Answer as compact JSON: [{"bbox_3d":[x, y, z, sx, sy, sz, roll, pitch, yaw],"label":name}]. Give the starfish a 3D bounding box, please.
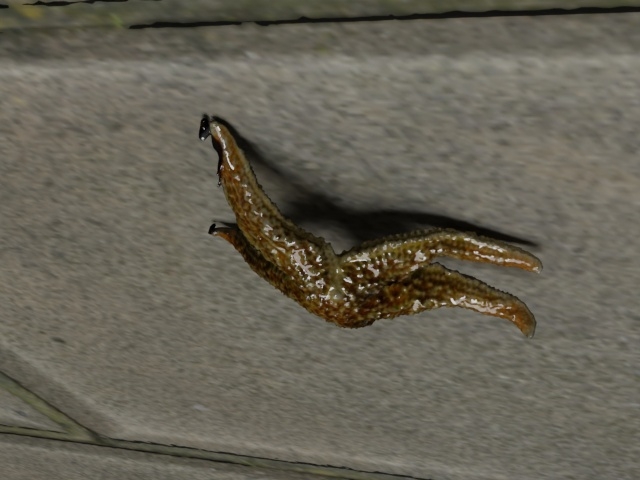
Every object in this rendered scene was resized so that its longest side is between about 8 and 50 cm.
[{"bbox_3d":[-0.003,0.005,0.633,0.133,0.041,0.130,-8,146,47],"label":"starfish"}]
